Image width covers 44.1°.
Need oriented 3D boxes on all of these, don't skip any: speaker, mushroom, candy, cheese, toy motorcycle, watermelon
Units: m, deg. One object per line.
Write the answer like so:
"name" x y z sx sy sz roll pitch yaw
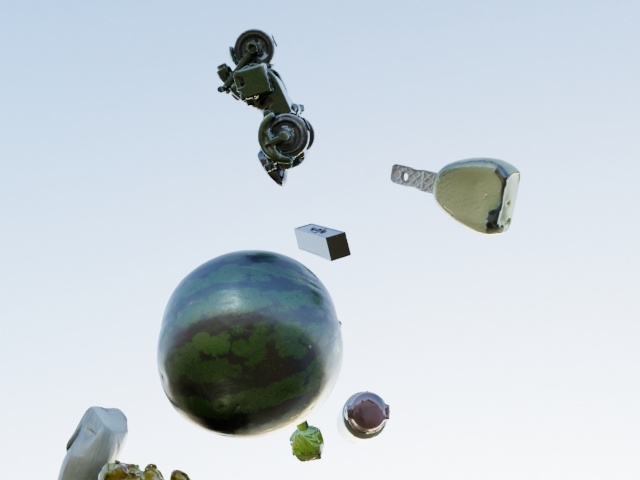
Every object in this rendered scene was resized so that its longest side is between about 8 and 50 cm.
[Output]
"speaker" 0.000 0.000 1.435 0.040 0.191 0.046 -18 -79 -16
"mushroom" -0.418 0.408 1.409 0.096 0.247 0.108 31 -27 -27
"candy" -0.047 0.372 1.748 0.073 0.077 0.262 -6 -71 22
"cheese" 0.220 -0.094 1.359 0.251 0.054 0.127 20 -74 41
"toy motorcycle" -0.097 -0.230 1.360 0.127 0.205 0.275 -26 -85 8
"watermelon" -0.104 0.154 1.196 0.285 0.285 0.285 5 -45 5

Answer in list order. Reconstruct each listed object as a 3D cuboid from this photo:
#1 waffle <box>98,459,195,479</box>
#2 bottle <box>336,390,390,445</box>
"waffle" -0.198 0.432 1.029 0.302 0.325 0.068 30 -66 -20
"bottle" 0.099 0.408 1.823 0.110 0.110 0.233 11 -21 0
